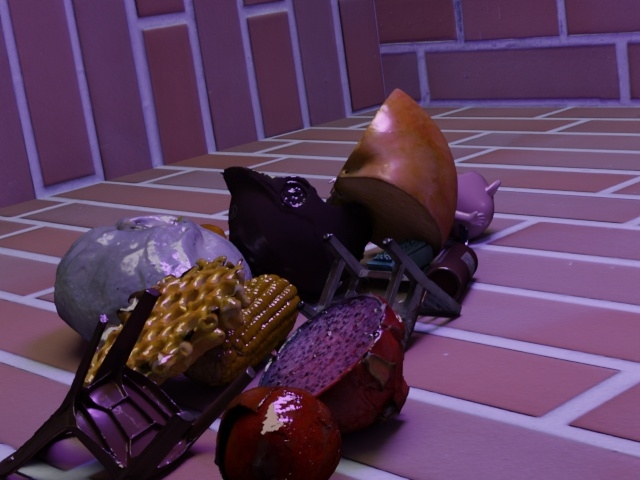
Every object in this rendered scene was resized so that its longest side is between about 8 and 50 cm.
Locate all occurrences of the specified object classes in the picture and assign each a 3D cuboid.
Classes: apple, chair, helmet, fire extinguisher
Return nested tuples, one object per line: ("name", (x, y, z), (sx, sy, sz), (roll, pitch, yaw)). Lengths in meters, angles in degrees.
("apple", (0.134, -0.117, 2.205), (0.252, 0.314, 0.309), (-10, -16, -19))
("chair", (0.099, 0.112, 1.909), (0.136, 0.147, 0.270), (5, -25, 35))
("helmet", (-0.063, -0.003, 2.192), (0.305, 0.177, 0.225), (19, -15, -8))
("fire extinguisher", (0.242, 0.038, 2.143), (0.071, 0.099, 0.231), (1, 17, 18))
("chair", (-0.267, 0.242, 1.559), (0.326, 0.183, 0.175), (-52, -12, 32))

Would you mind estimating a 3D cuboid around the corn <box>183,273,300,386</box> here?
("corn", (-0.123, 0.141, 1.888), (0.119, 0.119, 0.322), (-1, 20, 26))

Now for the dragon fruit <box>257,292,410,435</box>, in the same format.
("dragon fruit", (0.039, 0.193, 1.574), (0.218, 0.148, 0.224), (-41, 21, -8))

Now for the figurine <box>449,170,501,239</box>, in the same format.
("figurine", (0.229, -0.063, 2.439), (0.287, 0.186, 0.176), (-30, -6, -17))

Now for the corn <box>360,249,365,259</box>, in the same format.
("corn", (-0.001, 0.005, 2.436), (0.091, 0.091, 0.260), (24, -5, -31))

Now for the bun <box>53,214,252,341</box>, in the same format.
("bun", (-0.297, 0.067, 2.096), (0.362, 0.211, 0.362), (-7, 11, 1))

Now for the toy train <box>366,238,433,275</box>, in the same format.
("toy train", (0.146, 0.053, 2.135), (0.070, 0.099, 0.172), (5, 18, 34))

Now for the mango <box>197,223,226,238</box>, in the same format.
("mango", (-0.277, 0.017, 2.558), (0.163, 0.089, 0.111), (-10, 12, 27))

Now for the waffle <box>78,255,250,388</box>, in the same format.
("waffle", (-0.232, 0.130, 1.781), (0.329, 0.062, 0.329), (-31, 20, 13))

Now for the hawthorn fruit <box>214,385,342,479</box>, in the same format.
("hawthorn fruit", (-0.053, 0.248, 1.371), (0.148, 0.148, 0.172), (-4, 30, 16))

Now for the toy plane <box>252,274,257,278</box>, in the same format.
("toy plane", (-0.180, 0.077, 2.376), (0.121, 0.031, 0.049), (-10, 22, -21))
